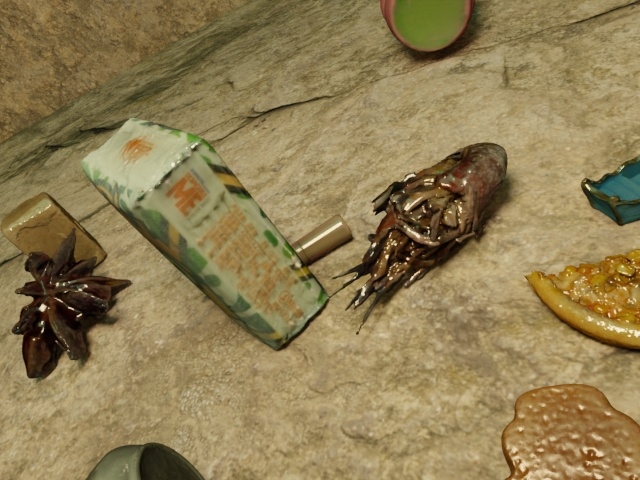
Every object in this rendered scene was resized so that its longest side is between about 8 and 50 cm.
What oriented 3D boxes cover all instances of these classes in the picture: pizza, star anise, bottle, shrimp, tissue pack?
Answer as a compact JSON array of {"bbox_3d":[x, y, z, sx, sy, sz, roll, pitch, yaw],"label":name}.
[{"bbox_3d":[0.325,0.055,0.543,0.131,0.041,0.178,-35,39,-10],"label":"pizza"},{"bbox_3d":[-0.466,0.112,0.906,0.212,0.129,0.283,-43,49,-8],"label":"star anise"},{"bbox_3d":[0.000,0.000,0.800,0.097,0.045,0.045,-32,38,-1],"label":"bottle"},{"bbox_3d":[0.141,-0.019,0.680,0.343,0.116,0.145,-45,27,-19],"label":"shrimp"},{"bbox_3d":[-0.155,-0.010,0.691,0.128,0.310,0.228,-48,41,-15],"label":"tissue pack"}]

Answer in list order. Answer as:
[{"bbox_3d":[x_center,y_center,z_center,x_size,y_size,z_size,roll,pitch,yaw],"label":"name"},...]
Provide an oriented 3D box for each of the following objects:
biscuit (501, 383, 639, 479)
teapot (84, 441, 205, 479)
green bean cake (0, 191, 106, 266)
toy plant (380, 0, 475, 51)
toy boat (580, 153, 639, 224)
[{"bbox_3d":[0.224,0.252,0.386,0.186,0.044,0.295,-10,43,18],"label":"biscuit"},{"bbox_3d":[-0.209,0.334,0.470,0.225,0.171,0.203,-40,41,-4],"label":"teapot"},{"bbox_3d":[-0.545,-0.003,1.028,0.109,0.179,0.085,-42,41,-12],"label":"green bean cake"},{"bbox_3d":[0.259,-0.591,1.144,0.317,0.211,0.356,-55,9,36],"label":"toy plant"},{"bbox_3d":[0.423,-0.094,0.619,0.186,0.077,0.075,-26,38,3],"label":"toy boat"}]
